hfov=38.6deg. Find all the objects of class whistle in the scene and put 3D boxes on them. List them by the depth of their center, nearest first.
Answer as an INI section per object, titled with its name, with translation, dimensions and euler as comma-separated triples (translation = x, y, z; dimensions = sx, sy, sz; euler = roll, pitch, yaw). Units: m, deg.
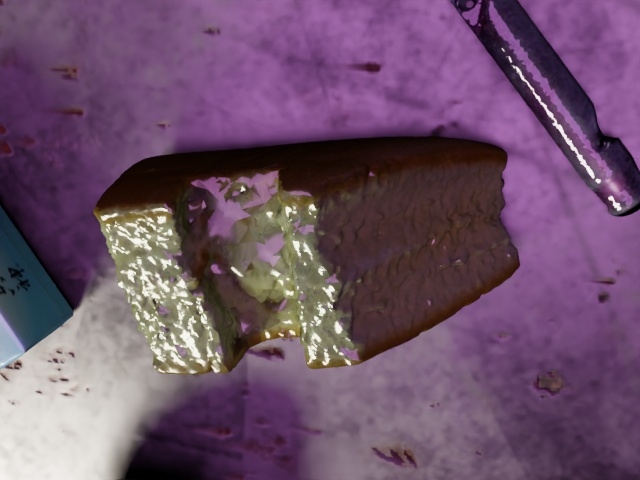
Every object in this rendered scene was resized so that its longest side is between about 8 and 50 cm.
[whistle]
translation = 0.143, -0.089, 0.561
dimensions = 0.033, 0.033, 0.176
euler = -36, 96, 16

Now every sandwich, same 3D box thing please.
[sandwich]
translation = 0.000, 0.000, 0.561
dimensions = 0.235, 0.128, 0.122
euler = -7, 111, 12

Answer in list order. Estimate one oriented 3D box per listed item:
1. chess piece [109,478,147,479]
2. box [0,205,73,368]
[chess piece]
translation = -0.143, 0.335, 0.659
dimensions = 0.182, 0.182, 0.330
euler = 2, 98, 9
[box]
translation = -0.314, 0.060, 0.651
dimensions = 0.232, 0.083, 0.142
euler = -30, 98, 14
